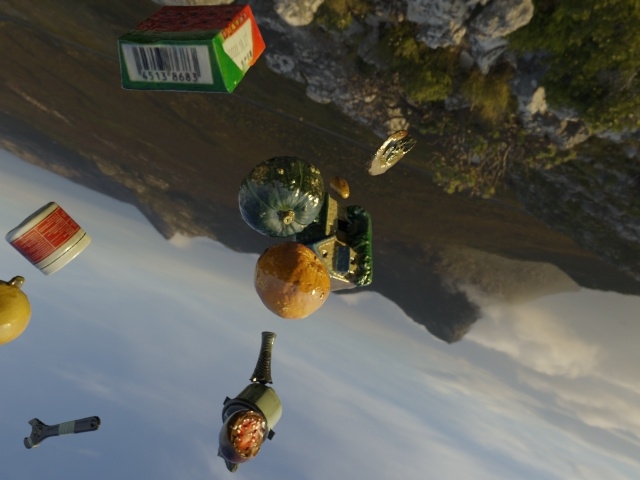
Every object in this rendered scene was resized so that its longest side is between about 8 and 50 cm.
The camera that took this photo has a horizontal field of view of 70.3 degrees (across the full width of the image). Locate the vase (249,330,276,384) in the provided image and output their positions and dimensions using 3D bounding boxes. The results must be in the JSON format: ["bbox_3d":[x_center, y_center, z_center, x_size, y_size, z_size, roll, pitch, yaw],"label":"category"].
[{"bbox_3d":[-0.269,0.563,2.194,0.115,0.238,0.115,5,152,3],"label":"vase"}]

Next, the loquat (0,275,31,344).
[{"bbox_3d":[-0.810,0.174,1.126,0.172,0.205,0.149,28,163,13],"label":"loquat"}]

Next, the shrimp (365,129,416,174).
[{"bbox_3d":[0.242,-0.316,1.553,0.058,0.253,0.173,41,156,20],"label":"shrimp"}]

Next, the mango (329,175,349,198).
[{"bbox_3d":[0.079,-0.215,1.845,0.078,0.057,0.114,13,-140,-45],"label":"mango"}]

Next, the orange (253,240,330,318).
[{"bbox_3d":[-0.080,0.109,1.244,0.219,0.193,0.219,28,-165,-8],"label":"orange"}]

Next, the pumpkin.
[{"bbox_3d":[-0.083,-0.094,0.976,0.190,0.190,0.146,24,-166,-32],"label":"pumpkin"}]

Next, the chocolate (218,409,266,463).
[{"bbox_3d":[-0.213,0.523,1.205,0.124,0.127,0.133,39,-166,20],"label":"chocolate"}]

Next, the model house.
[{"bbox_3d":[0.000,0.000,1.934,0.342,0.382,0.334,24,154,-38],"label":"model house"}]

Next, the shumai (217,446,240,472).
[{"bbox_3d":[-0.358,0.835,1.776,0.087,0.099,0.124,23,-155,-25],"label":"shumai"}]

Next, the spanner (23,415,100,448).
[{"bbox_3d":[-0.778,0.561,1.364,0.315,0.087,0.024,-18,160,20],"label":"spanner"}]

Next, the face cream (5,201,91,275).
[{"bbox_3d":[-0.957,-0.009,1.602,0.187,0.201,0.201,54,159,-25],"label":"face cream"}]

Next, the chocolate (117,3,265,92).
[{"bbox_3d":[-0.396,-0.597,1.400,0.359,0.341,0.162,6,135,12],"label":"chocolate"}]

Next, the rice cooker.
[{"bbox_3d":[-0.316,0.800,2.083,0.280,0.241,0.227,34,-158,11],"label":"rice cooker"}]
